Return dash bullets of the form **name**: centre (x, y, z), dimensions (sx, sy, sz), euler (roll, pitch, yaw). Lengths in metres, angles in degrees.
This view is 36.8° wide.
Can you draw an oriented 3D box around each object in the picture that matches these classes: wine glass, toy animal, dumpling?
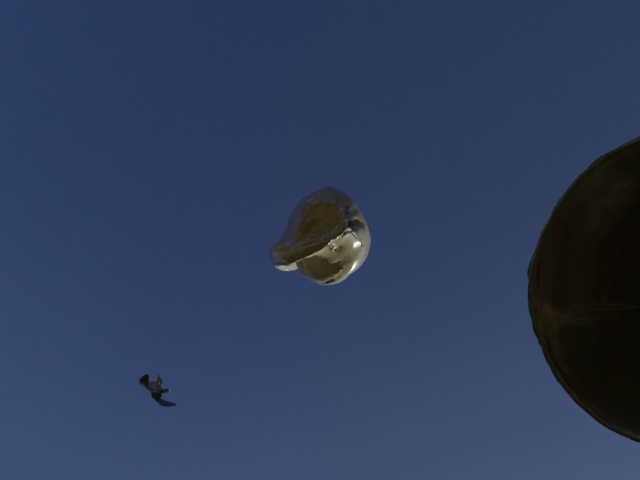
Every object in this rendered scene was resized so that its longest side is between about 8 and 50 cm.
- **wine glass**: centre (0.417, 0.059, 0.908), dimensions (0.267, 0.406, 0.267), euler (-9, -103, 43)
- **toy animal**: centre (-0.240, 0.209, 1.386), dimensions (0.050, 0.028, 0.084), euler (39, -15, 46)
- **dumpling**: centre (0.000, 0.000, 1.252), dimensions (0.136, 0.199, 0.118), euler (-34, -92, 11)
